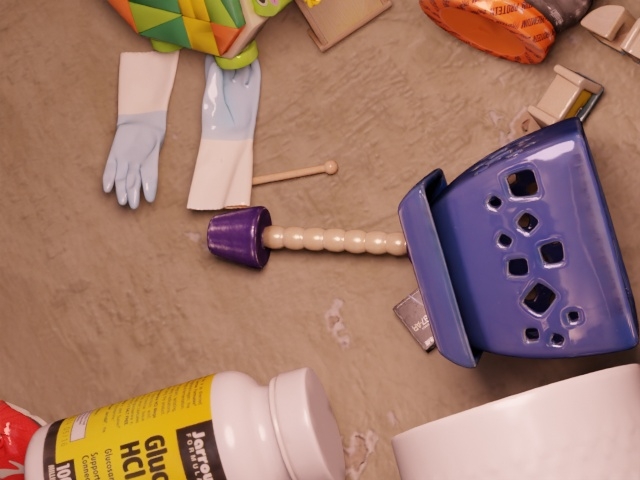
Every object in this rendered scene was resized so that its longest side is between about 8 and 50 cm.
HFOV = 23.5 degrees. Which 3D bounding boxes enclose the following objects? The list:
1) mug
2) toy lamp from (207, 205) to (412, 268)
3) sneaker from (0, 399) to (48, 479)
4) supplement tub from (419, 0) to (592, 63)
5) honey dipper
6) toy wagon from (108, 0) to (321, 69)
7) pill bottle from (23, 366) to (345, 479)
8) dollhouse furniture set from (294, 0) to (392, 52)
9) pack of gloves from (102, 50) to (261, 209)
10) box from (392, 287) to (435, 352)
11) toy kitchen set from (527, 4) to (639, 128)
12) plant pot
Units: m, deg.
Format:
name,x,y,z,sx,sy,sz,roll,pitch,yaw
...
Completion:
name,x,y,z,sx,sy,sz,roll,pitch,yaw
mug,0.216,0.339,1.624,0.374,0.276,0.328,-25,77,39
toy lamp,0.000,0.000,1.842,0.275,0.080,0.080,3,77,16
sneaker,-0.432,0.222,1.878,0.279,0.118,0.107,34,87,20
supplement tub,0.259,-0.392,1.803,0.207,0.207,0.338,25,83,19
honey dipper,-0.057,-0.079,1.904,0.161,0.030,0.030,-11,74,9
toy wagon,-0.148,-0.328,1.838,0.344,0.267,0.068,20,49,38
pill bottle,-0.150,0.257,1.758,0.334,0.188,0.187,-18,73,10
dollhouse furniture set,-0.032,-0.380,1.935,0.212,0.161,0.242,-34,49,2
pack of gloves,-0.177,-0.150,1.923,0.195,0.046,0.232,-2,66,13
box,0.137,0.081,1.816,0.083,0.018,0.067,-38,70,3
toy kitchen set,0.377,-0.152,1.780,0.207,0.122,0.166,36,97,33
plant pot,0.213,0.009,1.673,0.212,0.236,0.236,-15,95,12
